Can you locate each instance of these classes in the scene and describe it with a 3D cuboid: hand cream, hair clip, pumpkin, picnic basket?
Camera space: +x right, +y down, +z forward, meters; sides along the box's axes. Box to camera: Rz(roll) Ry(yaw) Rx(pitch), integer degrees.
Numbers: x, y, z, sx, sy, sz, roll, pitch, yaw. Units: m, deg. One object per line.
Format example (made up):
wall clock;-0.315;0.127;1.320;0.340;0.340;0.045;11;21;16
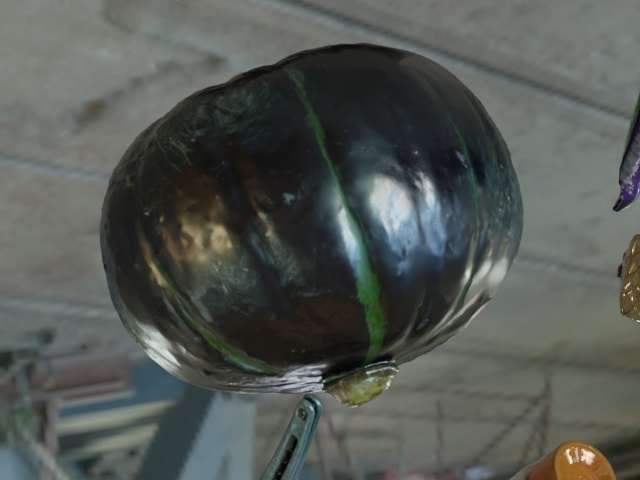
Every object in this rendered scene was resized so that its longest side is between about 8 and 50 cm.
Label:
hand cream;0.213;0.331;1.941;0.140;0.089;0.314;3;146;-37
hair clip;-0.052;0.214;1.415;0.070;0.039;0.229;-8;130;-58
pumpkin;0.000;0.000;1.205;0.315;0.238;0.315;-17;172;-3
picnic basket;0.477;0.054;2.403;0.128;0.137;0.178;12;-174;10

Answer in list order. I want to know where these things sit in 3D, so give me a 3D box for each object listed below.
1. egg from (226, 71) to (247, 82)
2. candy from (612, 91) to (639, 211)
egg;-0.067;-0.112;1.639;0.080;0.096;0.080;-13;-175;1
candy;0.245;-0.139;1.037;0.070;0.145;0.275;31;141;7
